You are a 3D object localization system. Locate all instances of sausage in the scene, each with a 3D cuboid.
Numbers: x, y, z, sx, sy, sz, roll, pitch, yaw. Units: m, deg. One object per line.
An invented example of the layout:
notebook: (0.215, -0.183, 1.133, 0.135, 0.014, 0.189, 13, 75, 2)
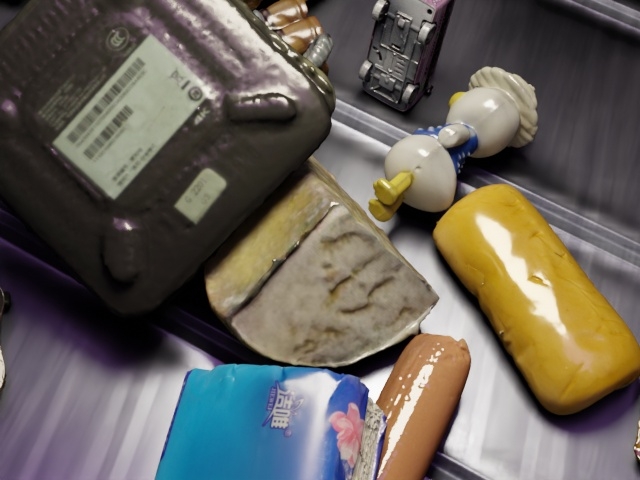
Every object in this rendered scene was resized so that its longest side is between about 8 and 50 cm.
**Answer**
sausage: (0.083, 0.221, 1.204, 0.086, 0.086, 0.289, 24, 59, 12)

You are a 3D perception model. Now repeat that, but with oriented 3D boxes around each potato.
potato: (-0.026, 0.022, 1.326, 0.189, 0.211, 0.264, -45, 37, 7)

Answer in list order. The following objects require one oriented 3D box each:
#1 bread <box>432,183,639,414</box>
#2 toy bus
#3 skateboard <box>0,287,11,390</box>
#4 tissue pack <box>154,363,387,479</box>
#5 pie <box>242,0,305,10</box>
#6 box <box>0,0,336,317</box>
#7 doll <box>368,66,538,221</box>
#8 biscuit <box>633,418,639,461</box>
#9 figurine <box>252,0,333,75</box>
bread: (0.254, 0.059, 1.317, 0.142, 0.091, 0.305, -21, 61, -22)
toy bus: (0.119, -0.265, 1.468, 0.087, 0.178, 0.098, 30, 49, 15)
skateboard: (-0.384, 0.110, 1.258, 0.067, 0.080, 0.151, -5, 60, -13)
tissue pack: (-0.061, 0.262, 1.081, 0.209, 0.137, 0.269, 1, 56, 20)
pie: (-0.026, -0.539, 1.493, 0.180, 0.418, 0.395, 28, 59, 21)
box: (-0.206, -0.140, 1.243, 0.350, 0.091, 0.359, 44, 92, 4)
doll: (0.173, -0.125, 1.403, 0.293, 0.138, 0.119, -37, 75, -26)
biscuit: (0.487, 0.213, 1.262, 0.254, 0.029, 0.172, 17, 59, 7)
figurine: (-0.184, -0.189, 1.400, 0.382, 0.186, 0.261, -20, 36, -9)
